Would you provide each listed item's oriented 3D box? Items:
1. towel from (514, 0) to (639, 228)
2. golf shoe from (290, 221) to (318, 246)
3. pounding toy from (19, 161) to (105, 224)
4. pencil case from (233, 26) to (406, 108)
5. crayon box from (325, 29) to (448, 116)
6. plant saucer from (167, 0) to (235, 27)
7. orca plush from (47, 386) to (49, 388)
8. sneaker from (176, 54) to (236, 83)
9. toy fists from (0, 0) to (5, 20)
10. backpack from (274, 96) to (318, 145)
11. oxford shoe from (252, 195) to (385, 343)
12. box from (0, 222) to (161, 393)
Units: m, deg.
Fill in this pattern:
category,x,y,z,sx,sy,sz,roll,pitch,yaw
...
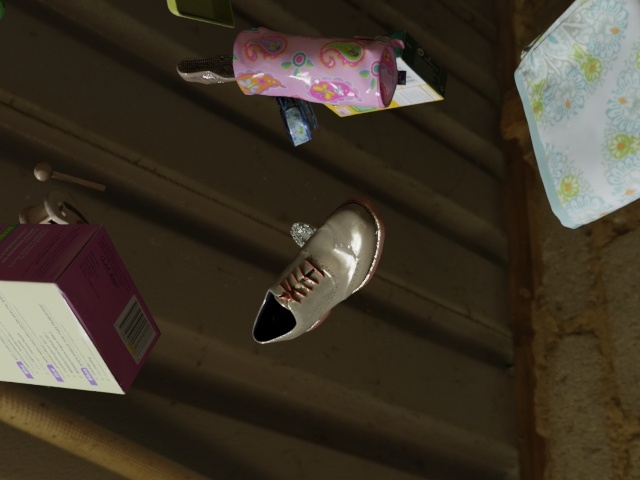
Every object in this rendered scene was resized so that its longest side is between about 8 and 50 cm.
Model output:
category,x,y,z,sx,sy,sz,roll,pitch,yaw
towel,0.492,-0.246,1.194,0.090,0.320,0.374,-5,-108,-22
golf shoe,0.000,0.000,1.886,0.176,0.069,0.086,29,-164,-3
pounding toy,-0.532,-0.046,1.474,0.269,0.155,0.154,57,-176,-19
pencil case,-0.004,-0.294,1.156,0.124,0.284,0.124,10,-90,-70
crayon box,0.125,-0.409,1.705,0.203,0.323,0.083,26,-111,-46
plant saucer,-0.266,-0.538,1.409,0.188,0.045,0.188,-15,-85,-60
orca plush,-0.449,0.188,1.233,0.102,0.287,0.151,15,-115,-59
sneaker,-0.279,-0.447,1.798,0.189,0.071,0.066,6,-100,4
toy fists,-0.207,-0.193,0.384,0.279,0.096,0.142,-42,-72,-37
backpack,-0.054,-0.301,1.687,0.105,0.084,0.114,67,-174,-64
oxford shoe,-0.008,0.070,1.161,0.123,0.348,0.130,44,-140,16
box,-0.385,0.093,0.951,0.117,0.243,0.213,-67,-31,-45
